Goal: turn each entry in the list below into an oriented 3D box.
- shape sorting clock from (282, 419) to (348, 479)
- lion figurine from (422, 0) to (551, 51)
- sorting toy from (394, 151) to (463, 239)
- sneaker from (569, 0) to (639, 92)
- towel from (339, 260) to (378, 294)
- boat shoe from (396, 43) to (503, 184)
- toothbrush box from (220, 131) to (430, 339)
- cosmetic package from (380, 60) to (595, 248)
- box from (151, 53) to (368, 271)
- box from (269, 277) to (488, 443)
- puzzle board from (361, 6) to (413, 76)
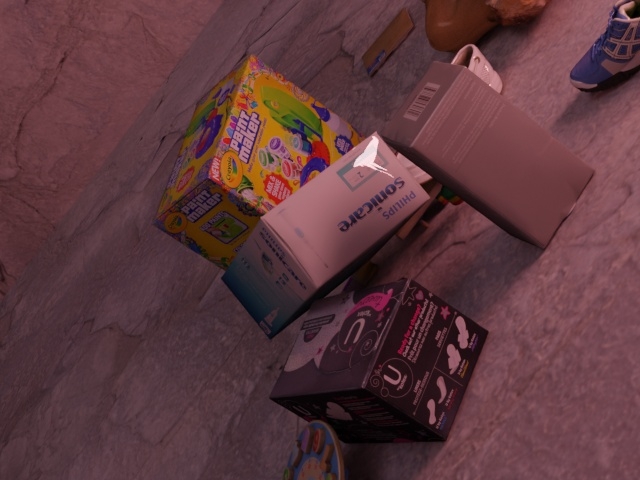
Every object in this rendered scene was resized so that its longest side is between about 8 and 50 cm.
[{"bbox_3d":[-0.015,0.336,1.749,0.206,0.040,0.206,-174,90,-70],"label":"shape sorting clock"},{"bbox_3d":[0.261,-0.390,2.166,0.392,0.142,0.240,134,153,-60],"label":"lion figurine"},{"bbox_3d":[0.149,-0.070,2.028,0.132,0.046,0.274,-54,23,6],"label":"sorting toy"},{"bbox_3d":[0.396,-0.270,1.746,0.211,0.081,0.080,-39,29,40],"label":"sneaker"},{"bbox_3d":[0.058,0.066,2.080,0.083,0.009,0.060,-58,23,-2],"label":"towel"},{"bbox_3d":[0.172,-0.188,1.988,0.098,0.096,0.277,-6,37,41],"label":"boat shoe"},{"bbox_3d":[0.000,0.000,1.911,0.216,0.126,0.295,-38,-4,-21],"label":"toothbrush box"},{"bbox_3d":[0.213,-0.107,1.697,0.127,0.238,0.107,-54,24,-3],"label":"cosmetic package"},{"bbox_3d":[-0.089,-0.097,2.251,0.177,0.279,0.290,-34,31,43],"label":"box"},{"bbox_3d":[0.070,0.159,1.746,0.247,0.142,0.163,-15,46,58],"label":"box"},{"bbox_3d":[0.127,-0.373,2.544,0.128,0.011,0.096,-49,24,20],"label":"puzzle board"}]
